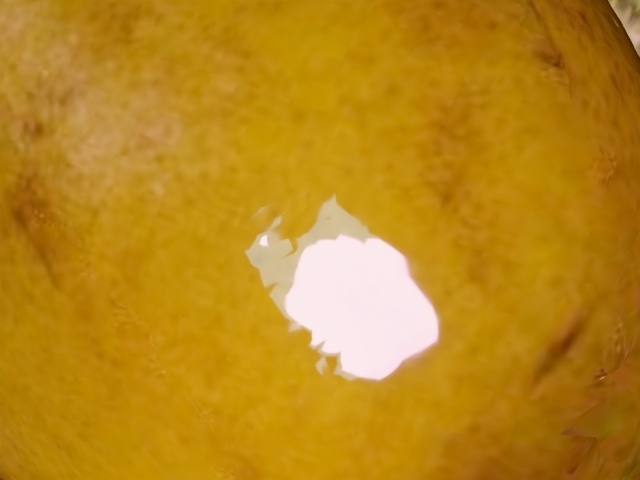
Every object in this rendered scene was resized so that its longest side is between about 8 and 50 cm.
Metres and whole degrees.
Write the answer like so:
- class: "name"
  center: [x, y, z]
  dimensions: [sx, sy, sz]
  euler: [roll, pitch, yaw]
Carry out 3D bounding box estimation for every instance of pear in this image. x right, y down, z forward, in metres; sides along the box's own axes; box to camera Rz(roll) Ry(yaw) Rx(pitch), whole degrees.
- class: "pear"
  center: [0.000, 0.000, 0.469]
  dimensions: [0.413, 0.352, 0.352]
  euler: [39, 94, -24]
